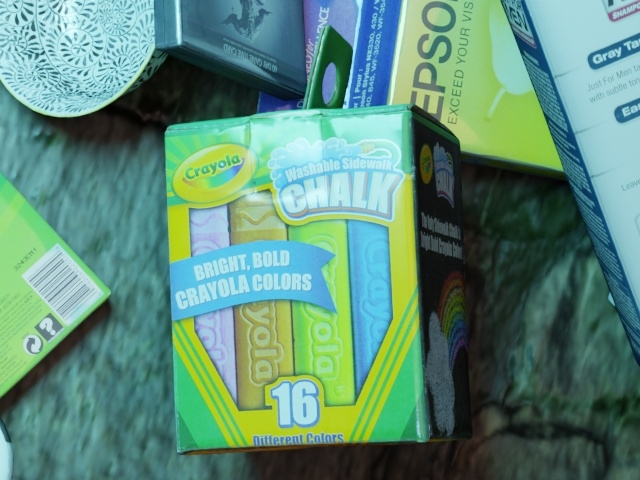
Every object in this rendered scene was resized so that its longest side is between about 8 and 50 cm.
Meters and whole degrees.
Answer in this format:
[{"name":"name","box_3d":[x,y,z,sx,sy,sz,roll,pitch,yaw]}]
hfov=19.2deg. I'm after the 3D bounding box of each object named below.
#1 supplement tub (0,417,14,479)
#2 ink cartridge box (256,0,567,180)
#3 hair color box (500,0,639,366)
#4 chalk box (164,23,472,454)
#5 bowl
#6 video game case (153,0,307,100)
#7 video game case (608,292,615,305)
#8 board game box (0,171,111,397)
[{"name":"supplement tub","box_3d":[-0.269,0.149,1.259,0.117,0.190,0.117,2,83,-14]},{"name":"ink cartridge box","box_3d":[0.125,-0.211,1.458,0.307,0.072,0.304,9,84,-16]},{"name":"hair color box","box_3d":[0.269,-0.071,1.385,0.173,0.105,0.347,-23,109,-1]},{"name":"chalk box","box_3d":[0.000,0.000,1.320,0.179,0.180,0.289,-4,84,14]},{"name":"bowl","box_3d":[-0.156,-0.169,1.361,0.080,0.170,0.170,5,81,-57]},{"name":"video game case","box_3d":[-0.066,-0.252,1.355,0.026,0.196,0.274,-8,80,25]},{"name":"video game case","box_3d":[0.343,-0.004,1.484,0.190,0.022,0.173,16,104,-12]},{"name":"board game box","box_3d":[-0.283,-0.015,1.352,0.124,0.039,0.259,-44,99,-15]}]
